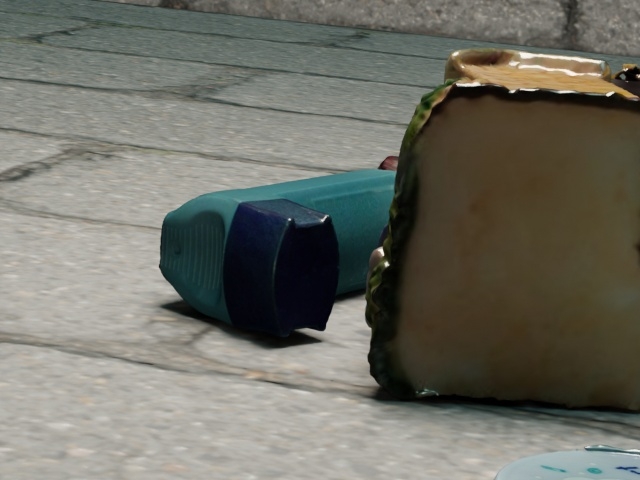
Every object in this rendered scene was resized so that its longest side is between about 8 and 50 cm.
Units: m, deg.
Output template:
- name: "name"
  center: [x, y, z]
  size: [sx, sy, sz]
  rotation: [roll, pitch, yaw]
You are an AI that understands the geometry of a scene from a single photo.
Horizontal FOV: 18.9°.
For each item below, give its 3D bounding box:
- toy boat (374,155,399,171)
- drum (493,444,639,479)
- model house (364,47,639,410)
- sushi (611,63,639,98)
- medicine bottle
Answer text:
- name: "toy boat"
  center: [0.072, -0.030, 1.521]
  size: [0.080, 0.046, 0.229]
  rotation: [8, 10, -8]
- name: "drum"
  center: [0.188, 0.125, 0.809]
  size: [0.253, 0.049, 0.130]
  rotation: [1, 12, -17]
- name: "model house"
  center: [0.107, -0.015, 1.114]
  size: [0.166, 0.183, 0.172]
  rotation: [5, 14, -6]
- name: "sushi"
  center: [0.210, -0.061, 1.487]
  size: [0.172, 0.153, 0.150]
  rotation: [-16, -9, 6]
- name: "medicine bottle"
  center: [0.000, 0.000, 1.255]
  size: [0.124, 0.079, 0.258]
  rotation: [8, 11, 31]
